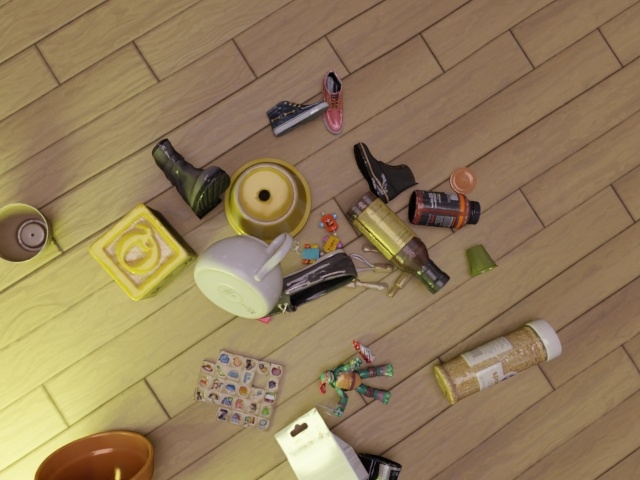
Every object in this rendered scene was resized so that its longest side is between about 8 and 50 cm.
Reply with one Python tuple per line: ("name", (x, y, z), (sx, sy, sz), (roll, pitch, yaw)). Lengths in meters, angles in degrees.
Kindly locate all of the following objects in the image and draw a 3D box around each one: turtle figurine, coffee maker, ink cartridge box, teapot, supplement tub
("turtle figurine", (0.088, 0.403, 1.591), (0.234, 0.118, 0.175), (7, 106, -20))
("coffee maker", (0.134, 0.699, 1.569), (0.171, 0.120, 0.178), (6, 72, 24))
("ink cartridge box", (-0.001, 0.609, 1.574), (0.189, 0.066, 0.232), (-41, 69, 26))
("teapot", (-0.194, 0.071, 1.478), (0.256, 0.253, 0.187), (18, 54, 17))
("supplement tub", (0.365, -0.089, 1.638), (0.197, 0.106, 0.106), (6, 87, -3))

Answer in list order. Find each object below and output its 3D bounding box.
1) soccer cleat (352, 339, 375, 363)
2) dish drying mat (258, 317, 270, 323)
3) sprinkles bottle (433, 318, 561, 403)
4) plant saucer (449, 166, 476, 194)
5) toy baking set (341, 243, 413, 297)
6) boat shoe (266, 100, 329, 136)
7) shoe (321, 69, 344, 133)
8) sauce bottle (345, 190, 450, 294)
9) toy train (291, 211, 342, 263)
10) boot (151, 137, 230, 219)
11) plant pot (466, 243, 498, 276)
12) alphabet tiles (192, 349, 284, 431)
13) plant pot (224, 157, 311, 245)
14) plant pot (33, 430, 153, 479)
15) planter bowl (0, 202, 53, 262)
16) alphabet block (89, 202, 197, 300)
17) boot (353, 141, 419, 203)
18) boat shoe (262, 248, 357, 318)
("soccer cleat", (0.128, 0.324, 1.643), (0.035, 0.029, 0.083), (-34, 78, -31))
("dish drying mat", (-0.187, 0.216, 1.636), (0.083, 0.008, 0.032), (21, 86, -3))
("sprinkles bottle", (0.512, 0.350, 1.619), (0.355, 0.121, 0.121), (-23, 89, -4))
("plant saucer", (0.435, -0.182, 1.693), (0.083, 0.013, 0.084), (0, 88, -3))
("toy baking set", (0.183, 0.069, 1.659), (0.196, 0.030, 0.256), (36, 79, 4))
("boat shoe", (-0.070, -0.382, 1.629), (0.183, 0.065, 0.083), (-25, 87, 13))
("shoe", (0.036, -0.408, 1.644), (0.063, 0.081, 0.178), (-7, 88, -4))
("sauce bottle", (0.225, 0.011, 1.602), (0.111, 0.111, 0.344), (-43, 85, -5))
("toy train", (0.000, 0.000, 1.644), (0.166, 0.046, 0.125), (-37, 67, 4))
("boot", (-0.363, -0.181, 1.482), (0.118, 0.338, 0.223), (-42, 94, -21))
("plant pot", (0.473, 0.056, 1.657), (0.083, 0.083, 0.079), (-20, 77, -4))
("alphabet tiles", (-0.244, 0.434, 1.622), (0.237, 0.009, 0.198), (15, 87, -3))
("plant pot", (-0.148, -0.113, 1.540), (0.254, 0.239, 0.254), (0, 87, -3))
("plant pot", (-0.581, 0.672, 1.470), (0.290, 0.291, 0.204), (-4, 104, -4))
("planter bowl", (-0.823, -0.018, 1.556), (0.162, 0.109, 0.162), (0, 88, -4))
("alphabet block", (-0.478, 0.034, 1.532), (0.192, 0.197, 0.193), (-44, 91, -4))
("boot", (0.194, -0.221, 1.657), (0.137, 0.077, 0.198), (-28, 102, -9))
("boat shoe", (-0.050, 0.143, 1.584), (0.335, 0.112, 0.095), (-31, 60, -4))
